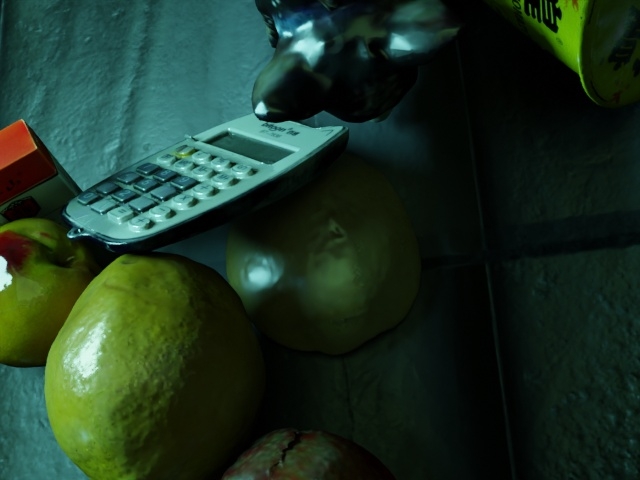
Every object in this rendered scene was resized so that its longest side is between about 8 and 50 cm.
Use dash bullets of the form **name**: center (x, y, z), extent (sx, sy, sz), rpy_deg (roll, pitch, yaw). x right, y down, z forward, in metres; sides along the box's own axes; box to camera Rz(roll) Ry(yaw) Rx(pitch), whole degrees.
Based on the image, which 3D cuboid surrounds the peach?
- **peach**: center (-0.271, 0.052, 0.918), extent (0.138, 0.138, 0.138), rpy_deg (-3, 67, 8)

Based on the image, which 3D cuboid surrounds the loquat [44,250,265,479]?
- **loquat**: center (-0.136, 0.110, 0.834), extent (0.176, 0.187, 0.234), rpy_deg (-7, 43, 9)

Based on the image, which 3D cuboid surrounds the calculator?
- **calculator**: center (-0.112, -0.057, 0.910), extent (0.268, 0.040, 0.177), rpy_deg (-25, 28, -29)

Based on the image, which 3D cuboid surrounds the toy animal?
- **toy animal**: center (0.008, -0.223, 0.855), extent (0.194, 0.344, 0.302), rpy_deg (-19, 47, 5)

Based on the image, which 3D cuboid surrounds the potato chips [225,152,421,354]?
- **potato chips**: center (0.000, 0.001, 0.931), extent (0.195, 0.062, 0.208), rpy_deg (9, 71, 15)

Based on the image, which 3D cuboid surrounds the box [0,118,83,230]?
- **box**: center (-0.290, -0.042, 0.944), extent (0.100, 0.152, 0.048), rpy_deg (-32, 67, -5)

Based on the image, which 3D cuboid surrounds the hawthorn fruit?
- **hawthorn fruit**: center (0.005, 0.261, 0.771), extent (0.181, 0.181, 0.235), rpy_deg (-35, 85, -6)

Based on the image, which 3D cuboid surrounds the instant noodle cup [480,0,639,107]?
- **instant noodle cup**: center (0.248, -0.321, 0.906), extent (0.325, 0.325, 0.254), rpy_deg (-44, 58, -10)
